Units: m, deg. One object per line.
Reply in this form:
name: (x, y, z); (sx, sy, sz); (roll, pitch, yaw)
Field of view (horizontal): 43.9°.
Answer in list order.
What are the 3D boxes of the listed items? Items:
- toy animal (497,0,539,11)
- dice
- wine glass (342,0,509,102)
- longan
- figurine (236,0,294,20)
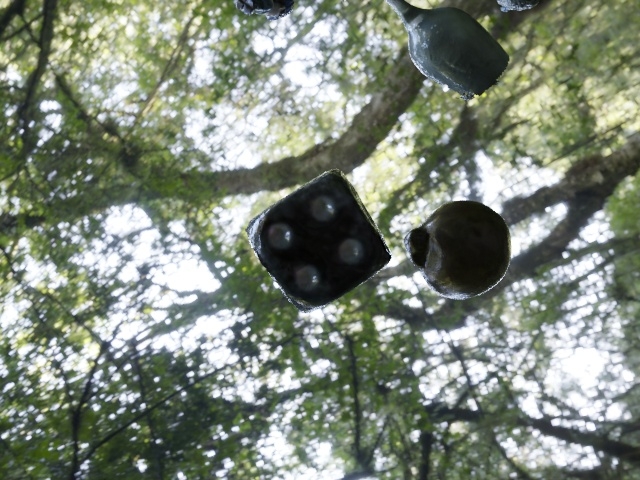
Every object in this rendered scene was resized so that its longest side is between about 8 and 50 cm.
toy animal: (0.346, -0.499, 1.539); (0.079, 0.253, 0.070); (-20, -57, -10)
dice: (0.000, 0.000, 1.288); (0.182, 0.183, 0.181); (57, -175, -3)
wine glass: (0.188, -0.385, 1.415); (0.321, 0.143, 0.143); (39, -133, -10)
longan: (0.250, 0.015, 1.456); (0.205, 0.159, 0.184); (11, -88, -15)
figurine: (-0.114, -0.505, 1.670); (0.077, 0.079, 0.136); (40, -158, 22)
